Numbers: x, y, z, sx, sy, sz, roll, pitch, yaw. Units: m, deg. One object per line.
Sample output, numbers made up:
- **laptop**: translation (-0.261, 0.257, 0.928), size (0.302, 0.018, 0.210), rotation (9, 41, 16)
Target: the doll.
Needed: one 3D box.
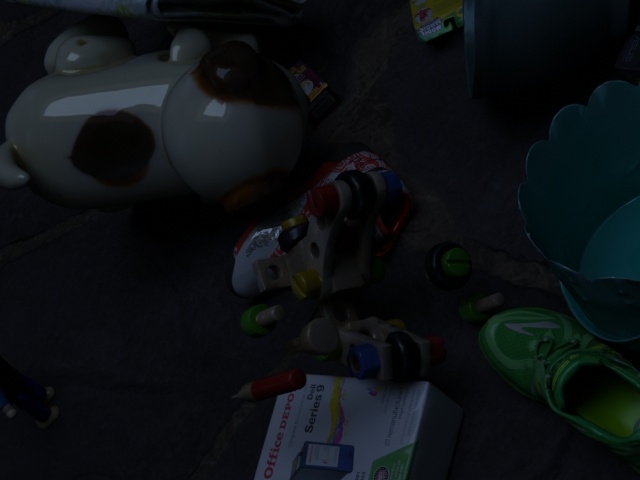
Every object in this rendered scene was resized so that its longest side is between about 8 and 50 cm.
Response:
- **doll**: translation (-0.441, 0.201, 1.959), size (0.046, 0.189, 0.129), rotation (-35, 47, 12)

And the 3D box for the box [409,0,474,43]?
- **box**: translation (0.177, -0.355, 1.980), size (0.105, 0.043, 0.179), rotation (-22, 49, 22)

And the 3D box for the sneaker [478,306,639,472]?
- **sneaker**: translation (0.283, 0.144, 1.530), size (0.109, 0.123, 0.295), rotation (-53, 46, -4)

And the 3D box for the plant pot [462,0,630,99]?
- **plant pot**: translation (0.279, -0.326, 1.753), size (0.196, 0.293, 0.293), rotation (-2, 58, 4)

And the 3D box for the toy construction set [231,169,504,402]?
- **toy construction set**: translation (-0.001, 0.083, 1.664), size (0.309, 0.257, 0.237), rotation (-40, 8, -34)

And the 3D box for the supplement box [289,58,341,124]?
- **supplement box**: translation (-0.017, -0.214, 2.025), size (0.055, 0.043, 0.083), rotation (-47, 46, 3)

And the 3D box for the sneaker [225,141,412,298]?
- **sneaker**: translation (0.000, -0.001, 1.846), size (0.270, 0.090, 0.145), rotation (-44, 44, 0)

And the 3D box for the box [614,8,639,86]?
- **box**: translation (0.485, -0.280, 1.702), size (0.183, 0.059, 0.232), rotation (11, 68, 39)

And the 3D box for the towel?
- **towel**: translation (-0.250, -0.368, 2.026), size (0.374, 0.320, 0.090), rotation (13, 103, 39)

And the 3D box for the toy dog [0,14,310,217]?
- **toy dog**: translation (-0.203, -0.167, 1.894), size (0.408, 0.395, 0.284), rotation (3, 102, 33)

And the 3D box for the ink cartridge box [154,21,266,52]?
- **ink cartridge box**: translation (-0.159, -0.290, 2.160), size (0.181, 0.061, 0.104), rotation (26, 78, 43)

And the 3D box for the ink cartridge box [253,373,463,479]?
- **ink cartridge box**: translation (0.042, 0.246, 1.658), size (0.212, 0.093, 0.154), rotation (0, 63, 37)

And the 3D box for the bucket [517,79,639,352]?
- **bucket**: translation (0.364, -0.021, 1.517), size (0.281, 0.183, 0.281), rotation (-16, 48, 19)
